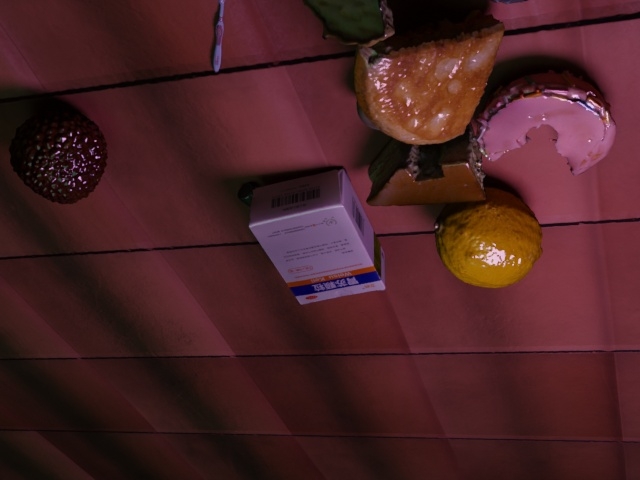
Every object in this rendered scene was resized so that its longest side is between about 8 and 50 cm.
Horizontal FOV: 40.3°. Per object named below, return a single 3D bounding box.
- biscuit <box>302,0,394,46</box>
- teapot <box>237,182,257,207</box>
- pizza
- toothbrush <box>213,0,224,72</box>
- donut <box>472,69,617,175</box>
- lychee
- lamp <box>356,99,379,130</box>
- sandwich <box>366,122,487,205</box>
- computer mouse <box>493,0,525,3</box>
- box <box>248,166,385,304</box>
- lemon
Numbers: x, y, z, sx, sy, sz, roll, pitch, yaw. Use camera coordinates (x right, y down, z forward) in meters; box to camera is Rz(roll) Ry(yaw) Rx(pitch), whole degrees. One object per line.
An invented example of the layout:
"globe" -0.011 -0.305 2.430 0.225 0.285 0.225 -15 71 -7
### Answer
"biscuit" 0.025 -0.409 1.229 0.187 0.036 0.273 8 109 48
"teapot" -0.126 -0.073 1.836 0.043 0.042 0.110 -14 139 31
"pizza" 0.144 -0.237 1.393 0.268 0.087 0.257 -20 146 -28
"toothbrush" -0.173 -0.356 1.487 0.013 0.019 0.193 12 146 -2
"donut" 0.385 -0.206 1.478 0.233 0.085 0.199 12 145 0
"lychee" -0.502 -0.172 1.704 0.188 0.188 0.188 7 144 6
"lamp" 0.114 -0.268 1.482 0.091 0.091 0.163 11 128 0
"sandwich" 0.180 -0.133 1.601 0.236 0.122 0.128 -7 142 24
"computer mouse" 0.311 -0.413 1.212 0.126 0.071 0.231 -9 161 -43
"box" 0.000 0.000 1.819 0.200 0.106 0.299 -12 139 16
"lemon" 0.320 -0.006 1.676 0.231 0.192 0.192 15 144 -15
